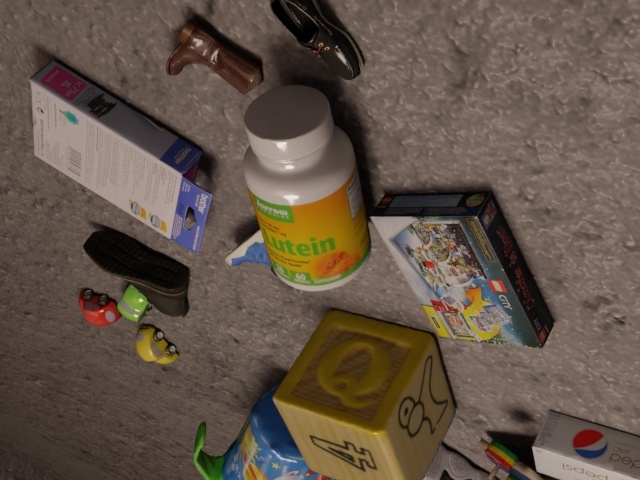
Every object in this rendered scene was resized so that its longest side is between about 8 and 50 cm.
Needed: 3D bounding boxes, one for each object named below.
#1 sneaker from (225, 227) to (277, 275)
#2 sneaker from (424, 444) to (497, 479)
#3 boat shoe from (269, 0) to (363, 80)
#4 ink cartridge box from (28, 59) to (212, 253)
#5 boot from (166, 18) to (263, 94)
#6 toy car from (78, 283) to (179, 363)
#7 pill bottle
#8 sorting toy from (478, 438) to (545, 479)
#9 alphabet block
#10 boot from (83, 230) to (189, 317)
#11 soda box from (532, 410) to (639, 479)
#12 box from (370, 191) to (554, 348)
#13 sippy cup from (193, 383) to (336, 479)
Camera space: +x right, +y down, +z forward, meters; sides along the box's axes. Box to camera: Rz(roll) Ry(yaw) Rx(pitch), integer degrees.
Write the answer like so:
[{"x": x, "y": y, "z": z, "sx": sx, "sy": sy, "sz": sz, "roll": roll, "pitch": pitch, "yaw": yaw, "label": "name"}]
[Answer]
[{"x": -0.079, "y": 0.026, "z": 1.388, "sx": 0.084, "sy": 0.058, "sz": 0.152, "roll": 49, "pitch": 139, "yaw": -6, "label": "sneaker"}, {"x": 0.224, "y": 0.447, "z": 1.628, "sx": 0.269, "sy": 0.101, "sz": 0.153, "roll": 39, "pitch": 148, "yaw": 5, "label": "sneaker"}, {"x": -0.005, "y": -0.224, "z": 1.021, "sx": 0.049, "sy": 0.042, "sz": 0.133, "roll": -16, "pitch": 124, "yaw": 48, "label": "boat shoe"}, {"x": -0.288, "y": -0.118, "z": 1.386, "sx": 0.311, "sy": 0.065, "sz": 0.185, "roll": 33, "pitch": 147, "yaw": 6, "label": "ink cartridge box"}, {"x": -0.131, "y": -0.210, "z": 1.158, "sx": 0.114, "sy": 0.037, "sz": 0.106, "roll": 33, "pitch": 150, "yaw": -6, "label": "boot"}, {"x": -0.373, "y": 0.149, "z": 1.809, "sx": 0.239, "sy": 0.053, "sz": 0.225, "roll": 34, "pitch": 147, "yaw": 1, "label": "toy car"}, {"x": -0.019, "y": -0.064, "z": 1.147, "sx": 0.136, "sy": 0.136, "sz": 0.245, "roll": 16, "pitch": 143, "yaw": 26, "label": "pill bottle"}, {"x": 0.320, "y": 0.386, "z": 1.453, "sx": 0.274, "sy": 0.046, "sz": 0.132, "roll": 41, "pitch": 172, "yaw": -24, "label": "sorting toy"}, {"x": 0.073, "y": 0.252, "z": 1.424, "sx": 0.193, "sy": 0.192, "sz": 0.197, "roll": 10, "pitch": 139, "yaw": 30, "label": "alphabet block"}, {"x": -0.324, "y": 0.070, "z": 1.653, "sx": 0.198, "sy": 0.077, "sz": 0.137, "roll": 28, "pitch": 152, "yaw": 12, "label": "boot"}, {"x": 0.415, "y": 0.315, "z": 1.313, "sx": 0.216, "sy": 0.069, "sz": 0.074, "roll": 14, "pitch": 142, "yaw": 30, "label": "soda box"}, {"x": 0.182, "y": 0.040, "z": 1.188, "sx": 0.159, "sy": 0.044, "sz": 0.233, "roll": 1, "pitch": 134, "yaw": 41, "label": "box"}, {"x": -0.058, "y": 0.386, "z": 1.698, "sx": 0.240, "sy": 0.306, "sz": 0.224, "roll": 50, "pitch": 144, "yaw": 31, "label": "sippy cup"}]
